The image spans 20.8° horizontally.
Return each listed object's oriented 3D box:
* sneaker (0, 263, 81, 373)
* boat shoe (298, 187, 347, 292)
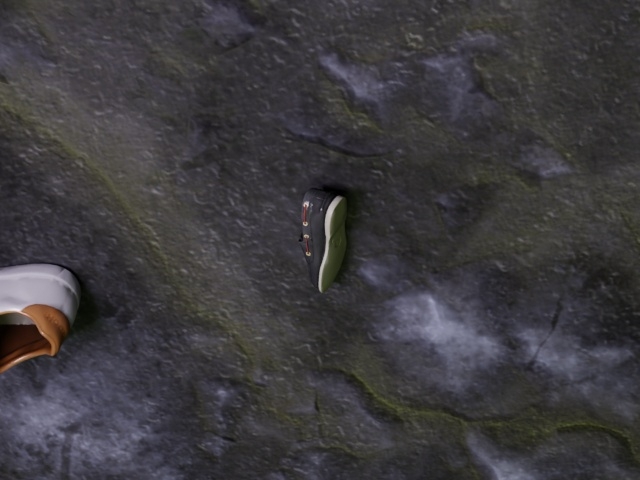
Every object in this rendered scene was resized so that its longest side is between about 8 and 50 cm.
[{"bbox_3d":[-0.409,0.096,1.886,0.290,0.123,0.106,-9,127,11],"label":"sneaker"},{"bbox_3d":[0.001,-0.001,1.847,0.042,0.049,0.133,22,137,20],"label":"boat shoe"}]
